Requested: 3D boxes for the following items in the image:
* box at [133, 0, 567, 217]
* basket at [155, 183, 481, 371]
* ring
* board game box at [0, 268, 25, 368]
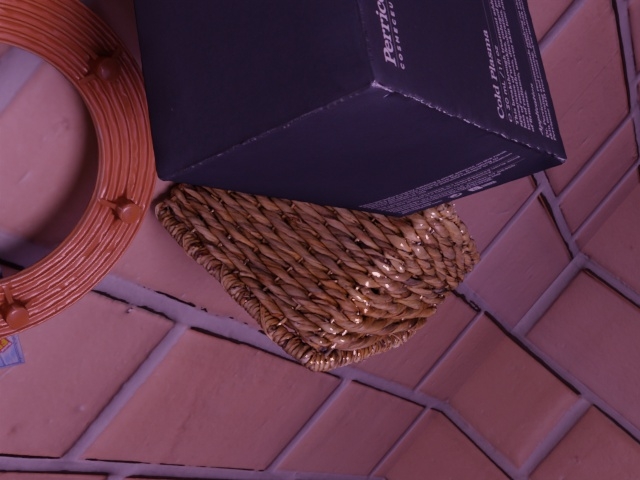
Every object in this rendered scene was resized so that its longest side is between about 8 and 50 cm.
[{"bbox_3d":[0.022,-0.214,0.594,0.179,0.343,0.312,-18,166,33],"label":"box"},{"bbox_3d":[0.000,0.000,0.873,0.223,0.299,0.213,-50,151,-2],"label":"basket"},{"bbox_3d":[-0.284,-0.055,0.629,0.336,0.032,0.336,-21,125,-33],"label":"ring"},{"bbox_3d":[-0.377,0.084,0.725,0.194,0.060,0.194,-36,147,-20],"label":"board game box"}]
